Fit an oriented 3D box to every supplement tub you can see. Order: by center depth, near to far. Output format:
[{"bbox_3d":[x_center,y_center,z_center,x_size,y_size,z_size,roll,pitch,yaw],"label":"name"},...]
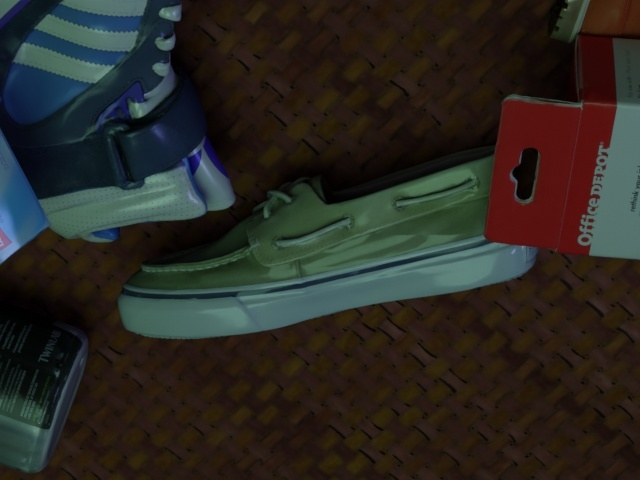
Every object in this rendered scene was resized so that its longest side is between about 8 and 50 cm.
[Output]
[{"bbox_3d":[-0.278,0.092,1.434,0.190,0.117,0.117,19,120,0],"label":"supplement tub"}]

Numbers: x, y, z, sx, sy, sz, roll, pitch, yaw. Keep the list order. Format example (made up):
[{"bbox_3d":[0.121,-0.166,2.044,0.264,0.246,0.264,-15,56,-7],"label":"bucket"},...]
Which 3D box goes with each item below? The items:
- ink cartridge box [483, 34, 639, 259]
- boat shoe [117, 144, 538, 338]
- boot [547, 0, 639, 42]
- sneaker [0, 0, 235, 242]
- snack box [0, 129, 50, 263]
[{"bbox_3d":[0.228,-0.058,1.265,0.231,0.078,0.134,5,133,2],"label":"ink cartridge box"},{"bbox_3d":[0.000,0.000,1.359,0.302,0.109,0.094,-11,101,5],"label":"boat shoe"},{"bbox_3d":[0.210,-0.190,1.237,0.084,0.059,0.158,16,128,-2],"label":"boot"},{"bbox_3d":[-0.112,-0.133,1.289,0.323,0.130,0.236,-38,114,22],"label":"sneaker"},{"bbox_3d":[-0.328,-0.077,1.290,0.322,0.060,0.187,2,125,48],"label":"snack box"}]
